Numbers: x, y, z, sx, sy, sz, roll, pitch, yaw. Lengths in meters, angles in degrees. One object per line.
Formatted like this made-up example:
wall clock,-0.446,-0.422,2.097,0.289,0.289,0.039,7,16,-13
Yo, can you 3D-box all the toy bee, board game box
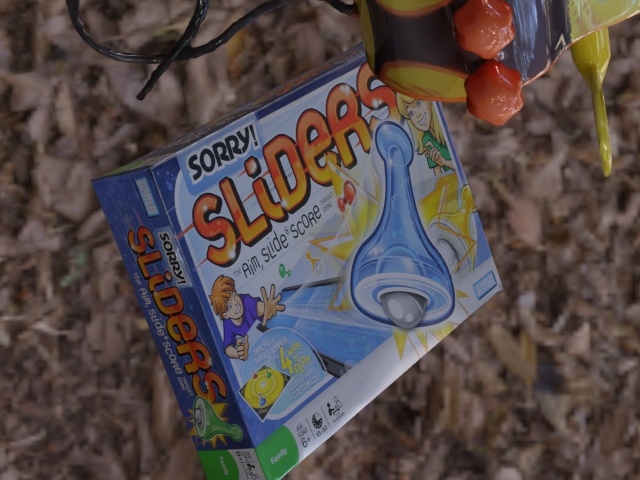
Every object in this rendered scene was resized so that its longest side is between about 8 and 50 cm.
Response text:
toy bee,0.075,-0.096,0.597,0.298,0.162,0.195,-36,123,3
board game box,0.000,0.000,0.666,0.201,0.035,0.136,-35,109,-49
